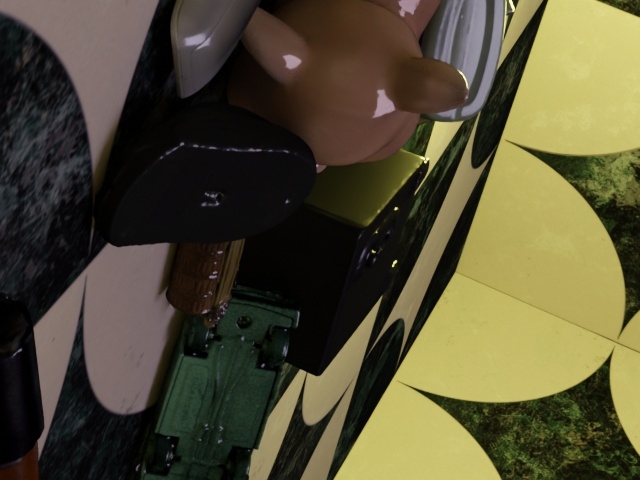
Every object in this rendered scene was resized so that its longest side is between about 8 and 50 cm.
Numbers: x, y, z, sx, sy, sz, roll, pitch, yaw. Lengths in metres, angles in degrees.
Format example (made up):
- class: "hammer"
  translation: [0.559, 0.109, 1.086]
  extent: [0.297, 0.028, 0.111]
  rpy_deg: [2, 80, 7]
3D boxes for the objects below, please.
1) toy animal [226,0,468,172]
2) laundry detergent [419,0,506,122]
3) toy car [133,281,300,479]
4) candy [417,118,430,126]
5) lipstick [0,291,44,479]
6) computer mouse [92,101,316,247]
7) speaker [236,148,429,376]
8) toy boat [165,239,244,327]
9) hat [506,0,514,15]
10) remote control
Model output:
- class: "toy animal"
  translation: [0.035, -0.227, 1.669]
  extent: [0.269, 0.237, 0.326]
  rpy_deg: [-98, -153, -74]
- class: "laundry detergent"
  translation: [0.099, -0.268, 1.864]
  extent: [0.280, 0.105, 0.215]
  rpy_deg: [44, -48, 54]
- class: "toy car"
  translation: [-0.133, 0.189, 1.961]
  extent: [0.097, 0.141, 0.321]
  rpy_deg: [-106, -149, -61]
- class: "candy"
  translation: [0.154, -0.290, 2.344]
  extent: [0.260, 0.118, 0.260]
  rpy_deg: [-59, 165, -26]
- class: "lipstick"
  translation: [-0.274, 0.183, 1.379]
  extent: [0.077, 0.077, 0.418]
  rpy_deg: [-59, 169, -34]
- class: "computer mouse"
  translation: [-0.115, -0.067, 1.529]
  extent: [0.269, 0.086, 0.137]
  rpy_deg: [-3, 134, -52]
- class: "speaker"
  translation: [0.000, 0.000, 2.040]
  extent: [0.254, 0.184, 0.232]
  rpy_deg: [-48, 159, -55]
- class: "toy boat"
  translation: [-0.119, 0.002, 1.767]
  extent: [0.088, 0.068, 0.226]
  rpy_deg: [-43, 155, -52]
- class: "hat"
  translation: [0.113, -0.311, 2.055]
  extent: [0.244, 0.214, 0.149]
  rpy_deg: [-24, 107, -48]
- class: "remote control"
  translation: [-0.057, -0.274, 1.503]
  extent: [0.109, 0.055, 0.313]
  rpy_deg: [92, 24, -64]
